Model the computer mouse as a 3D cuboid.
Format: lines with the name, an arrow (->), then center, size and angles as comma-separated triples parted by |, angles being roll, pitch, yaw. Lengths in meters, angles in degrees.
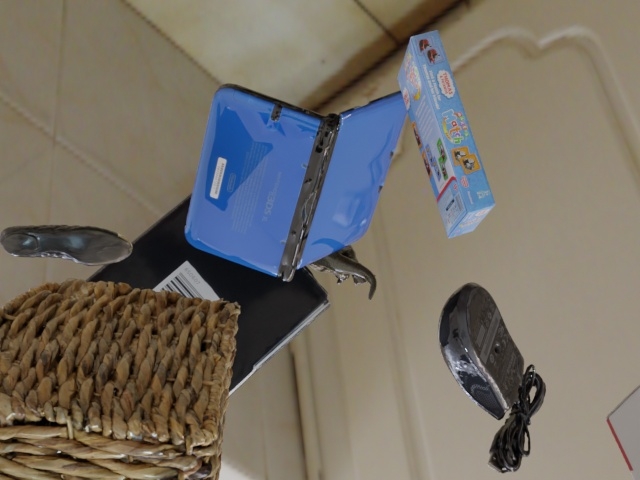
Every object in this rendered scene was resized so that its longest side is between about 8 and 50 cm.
computer mouse -> 0.227, 0.180, 1.864 | 0.072, 0.188, 0.272 | -9, 123, 33

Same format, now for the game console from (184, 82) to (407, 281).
game console -> -0.035, -0.105, 1.906 | 0.250, 0.173, 0.293 | 20, 129, 4

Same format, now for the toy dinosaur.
toy dinosaur -> 0.000, 0.000, 2.129 | 0.121, 0.314, 0.160 | -39, 129, 21

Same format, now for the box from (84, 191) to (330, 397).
box -> -0.304, 0.187, 2.238 | 0.297, 0.480, 0.472 | 49, 157, -1

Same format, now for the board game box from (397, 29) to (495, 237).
board game box -> 0.143, -0.120, 1.544 | 0.039, 0.212, 0.160 | -17, 171, -5

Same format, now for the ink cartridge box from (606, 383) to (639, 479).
ink cartridge box -> 0.377, 0.215, 1.265 | 0.175, 0.127, 0.072 | 19, 124, -30

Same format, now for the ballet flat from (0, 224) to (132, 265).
ballet flat -> -0.334, -0.002, 1.740 | 0.173, 0.049, 0.057 | 6, 115, -14

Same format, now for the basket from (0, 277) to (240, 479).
basket -> -0.188, 0.182, 1.085 | 0.213, 0.299, 0.223 | 8, 108, -2
